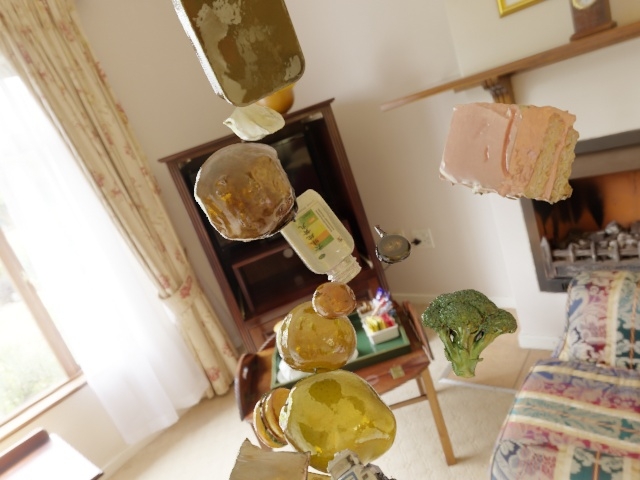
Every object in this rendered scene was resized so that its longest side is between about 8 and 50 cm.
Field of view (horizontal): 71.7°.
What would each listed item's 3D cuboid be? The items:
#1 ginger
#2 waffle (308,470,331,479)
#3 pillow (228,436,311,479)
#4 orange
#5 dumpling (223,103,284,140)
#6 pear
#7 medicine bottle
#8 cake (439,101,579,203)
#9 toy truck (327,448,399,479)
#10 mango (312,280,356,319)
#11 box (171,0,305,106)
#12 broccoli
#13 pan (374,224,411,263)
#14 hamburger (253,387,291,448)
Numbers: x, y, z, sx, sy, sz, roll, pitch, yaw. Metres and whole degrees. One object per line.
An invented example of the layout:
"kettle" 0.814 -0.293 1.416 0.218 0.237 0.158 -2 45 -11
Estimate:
"ginger" -0.177 -0.127 1.003 0.200 0.269 0.223 -25 -22 4
"waffle" 0.011 0.846 1.428 0.274 0.057 0.168 -2 39 20
"pillow" -0.162 0.716 1.367 0.270 0.173 0.067 1 -17 25
"orange" -0.013 0.329 1.512 0.279 0.235 0.279 -2 -22 -1
"dumpling" -0.228 -0.445 1.632 0.252 0.131 0.179 18 38 37
"pear" 0.060 0.667 1.635 0.418 0.362 0.362 15 15 -4
"medicine bottle" 0.000 0.000 1.497 0.179 0.324 0.124 -38 7 -10
"cake" 0.584 -0.283 1.390 0.306 0.293 0.314 0 12 -29
"toy truck" 0.096 0.591 1.060 0.161 0.213 0.177 -39 51 -2
"mango" 0.032 0.124 0.915 0.114 0.080 0.060 4 -25 -44
"box" -0.126 -0.320 0.671 0.144 0.201 0.090 -32 31 -13
"broccoli" 0.459 0.283 1.360 0.254 0.269 0.269 7 -3 -36
"pan" 0.220 -0.004 1.439 0.115 0.040 0.212 -17 37 -4
"hamburger" -0.178 0.755 1.869 0.170 0.246 0.246 -38 9 19
